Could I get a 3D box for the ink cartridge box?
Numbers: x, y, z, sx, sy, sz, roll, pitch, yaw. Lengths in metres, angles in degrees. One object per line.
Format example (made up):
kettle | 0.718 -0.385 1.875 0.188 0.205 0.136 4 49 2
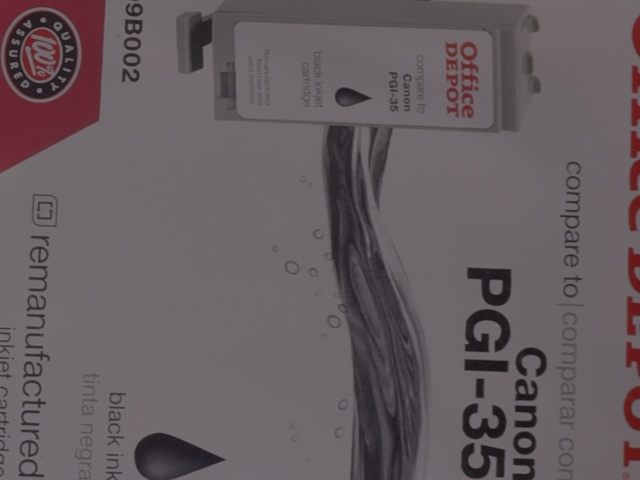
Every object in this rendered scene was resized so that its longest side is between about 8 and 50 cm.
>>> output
ink cartridge box | 0.000 0.000 0.709 0.283 0.207 0.117 2 174 -1
